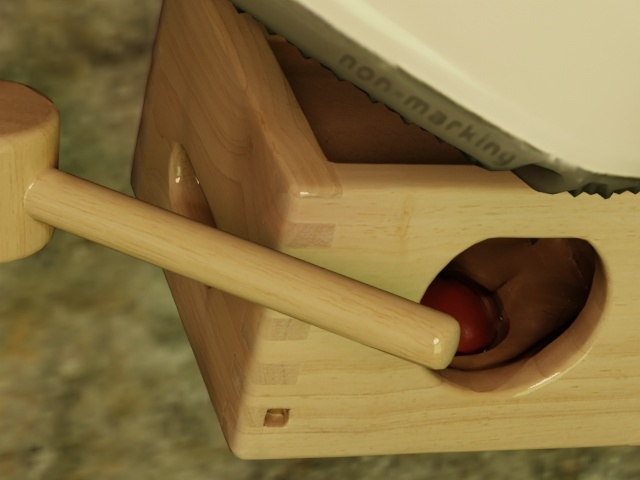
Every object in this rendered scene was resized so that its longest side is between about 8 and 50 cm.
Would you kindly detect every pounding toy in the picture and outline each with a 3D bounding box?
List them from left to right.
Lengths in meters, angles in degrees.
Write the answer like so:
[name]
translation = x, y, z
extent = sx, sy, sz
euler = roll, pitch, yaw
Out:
[pounding toy]
translation = -0.003, 0.005, 0.492
extent = 0.206, 0.181, 0.094
euler = 0, 125, -20

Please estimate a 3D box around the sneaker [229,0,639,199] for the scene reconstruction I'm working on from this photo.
[sneaker]
translation = -0.041, -0.218, 0.306
extent = 0.447, 0.169, 0.257
euler = 30, 110, -22
